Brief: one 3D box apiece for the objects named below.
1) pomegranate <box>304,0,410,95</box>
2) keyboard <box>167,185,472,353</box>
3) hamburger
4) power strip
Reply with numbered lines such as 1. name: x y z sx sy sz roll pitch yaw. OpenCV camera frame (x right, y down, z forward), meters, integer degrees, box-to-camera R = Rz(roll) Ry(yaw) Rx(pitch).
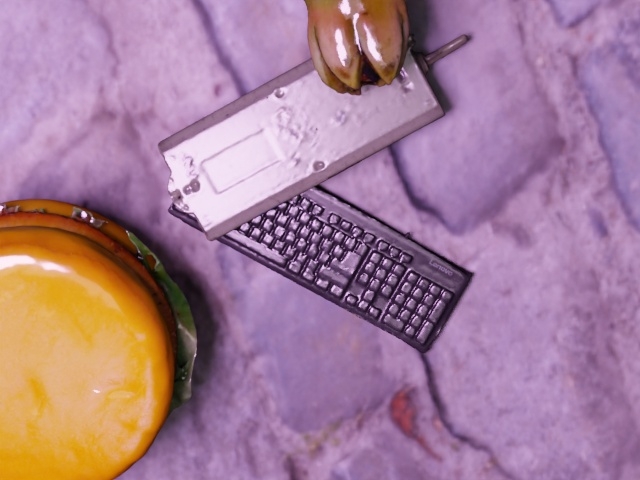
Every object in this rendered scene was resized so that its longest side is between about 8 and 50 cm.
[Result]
1. pomegranate: 0.000 -0.240 0.911 0.189 0.159 0.241 20 99 2
2. keyboard: 0.000 0.000 1.046 0.250 0.017 0.087 29 104 -1
3. hamburger: -0.223 0.081 1.005 0.246 0.170 0.246 -2 111 -5
4. power strip: -0.001 -0.097 1.004 0.268 0.034 0.092 -29 94 5
